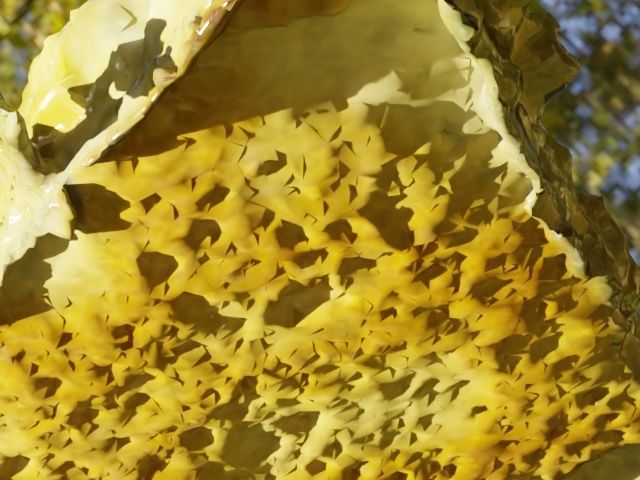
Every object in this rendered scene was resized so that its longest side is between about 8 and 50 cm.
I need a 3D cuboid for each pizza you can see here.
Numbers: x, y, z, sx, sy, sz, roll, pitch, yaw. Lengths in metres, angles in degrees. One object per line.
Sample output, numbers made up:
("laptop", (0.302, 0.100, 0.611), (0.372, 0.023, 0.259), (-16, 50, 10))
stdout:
("pizza", (0.000, 0.000, 0.448), (0.280, 0.075, 0.288), (-1, -42, -17))

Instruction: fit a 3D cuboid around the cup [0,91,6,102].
("cup", (-0.232, -0.055, 0.790), (0.163, 0.347, 0.347), (-35, -34, -12))
